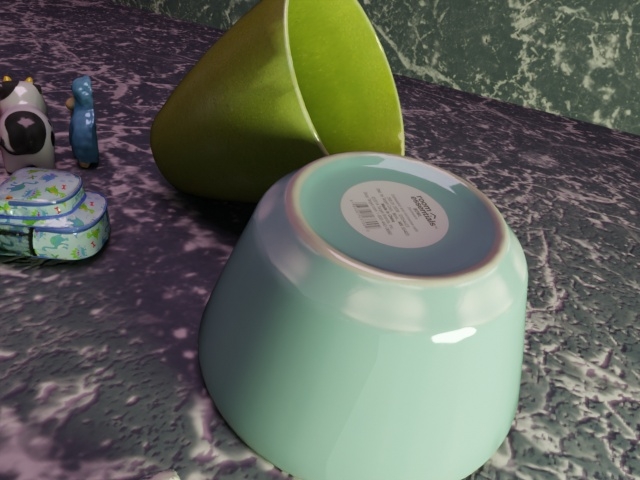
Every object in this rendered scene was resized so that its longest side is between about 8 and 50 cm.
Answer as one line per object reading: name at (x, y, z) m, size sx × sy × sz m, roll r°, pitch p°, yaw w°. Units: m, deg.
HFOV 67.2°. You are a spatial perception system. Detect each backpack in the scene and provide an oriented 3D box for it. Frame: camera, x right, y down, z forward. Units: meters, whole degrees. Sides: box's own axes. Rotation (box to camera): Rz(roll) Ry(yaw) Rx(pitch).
backpack at (-0.302, -0.029, 0.542) m, size 0.114 × 0.084 × 0.105 m, roll 9°, pitch 32°, yaw -9°

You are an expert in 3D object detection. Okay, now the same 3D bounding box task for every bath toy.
bath toy at (-0.504, -0.170, 0.677) m, size 0.348 × 0.129 × 0.151 m, roll -12°, pitch 37°, yaw -33°

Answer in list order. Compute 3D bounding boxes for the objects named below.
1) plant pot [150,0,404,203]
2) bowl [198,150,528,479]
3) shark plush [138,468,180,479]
plant pot at (-0.078, -0.157, 0.648) m, size 0.293 × 0.275 × 0.275 m, roll -12°, pitch 17°, yaw 32°
bowl at (0.049, 0.034, 0.428) m, size 0.311 × 0.163 × 0.311 m, roll 6°, pitch 40°, yaw -5°
shark plush at (-0.154, 0.192, 0.275) m, size 0.161 × 0.073 × 0.067 m, roll -29°, pitch 24°, yaw -20°
